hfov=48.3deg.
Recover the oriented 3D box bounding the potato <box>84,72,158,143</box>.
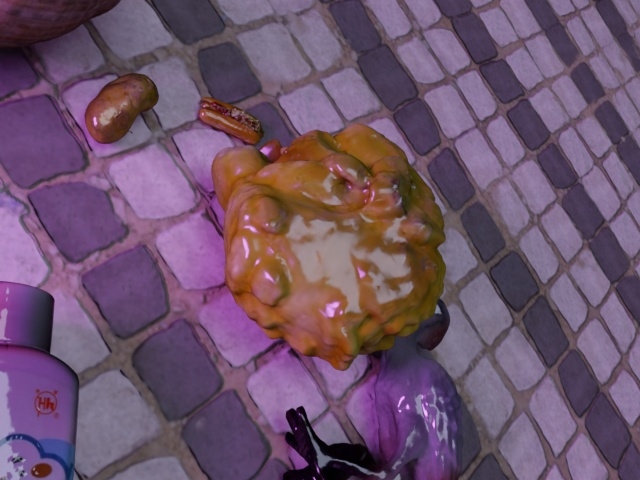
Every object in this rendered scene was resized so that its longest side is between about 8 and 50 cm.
[{"bbox_3d":[-0.197,-0.132,0.700,0.092,0.046,0.045,-55,148,-30],"label":"potato"}]

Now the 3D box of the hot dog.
[{"bbox_3d":[-0.096,-0.133,0.791,0.083,0.021,0.037,19,61,-28],"label":"hot dog"}]

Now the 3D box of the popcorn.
[{"bbox_3d":[0.000,0.000,0.716,0.233,0.192,0.266,-37,70,-26],"label":"popcorn"}]

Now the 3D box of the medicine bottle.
[{"bbox_3d":[-0.241,0.130,0.512,0.119,0.094,0.188,11,64,-32],"label":"medicine bottle"}]

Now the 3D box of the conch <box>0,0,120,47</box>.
[{"bbox_3d":[-0.276,-0.250,0.583,0.352,0.210,0.297,27,16,16],"label":"conch"}]

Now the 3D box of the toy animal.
[{"bbox_3d":[0.094,0.164,0.754,0.195,0.090,0.324,44,51,-6],"label":"toy animal"}]
